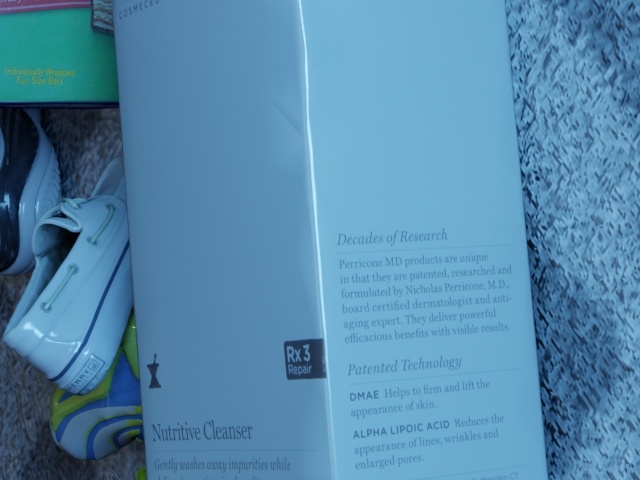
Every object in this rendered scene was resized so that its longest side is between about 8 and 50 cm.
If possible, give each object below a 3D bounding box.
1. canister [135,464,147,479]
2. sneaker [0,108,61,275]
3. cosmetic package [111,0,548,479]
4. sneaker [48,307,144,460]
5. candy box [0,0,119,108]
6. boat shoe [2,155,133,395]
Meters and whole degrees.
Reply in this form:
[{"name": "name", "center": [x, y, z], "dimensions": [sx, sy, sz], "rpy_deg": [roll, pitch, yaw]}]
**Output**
[{"name": "canister", "center": [-0.091, 0.254, 1.347], "dimensions": [0.126, 0.073, 0.170], "rpy_deg": [37, 123, 44]}, {"name": "sneaker", "center": [-0.350, -0.135, 1.554], "dimensions": [0.137, 0.210, 0.366], "rpy_deg": [-47, 56, 44]}, {"name": "cosmetic package", "center": [0.000, 0.000, 1.136], "dimensions": [0.217, 0.156, 0.385], "rpy_deg": [-13, 83, 55]}, {"name": "sneaker", "center": [-0.107, 0.113, 1.345], "dimensions": [0.240, 0.091, 0.126], "rpy_deg": [-52, 53, 41]}, {"name": "candy box", "center": [-0.217, -0.249, 1.318], "dimensions": [0.122, 0.268, 0.317], "rpy_deg": [2, 94, 50]}, {"name": "boat shoe", "center": [-0.159, 0.003, 1.333], "dimensions": [0.083, 0.076, 0.226], "rpy_deg": [-43, 24, 32]}]
